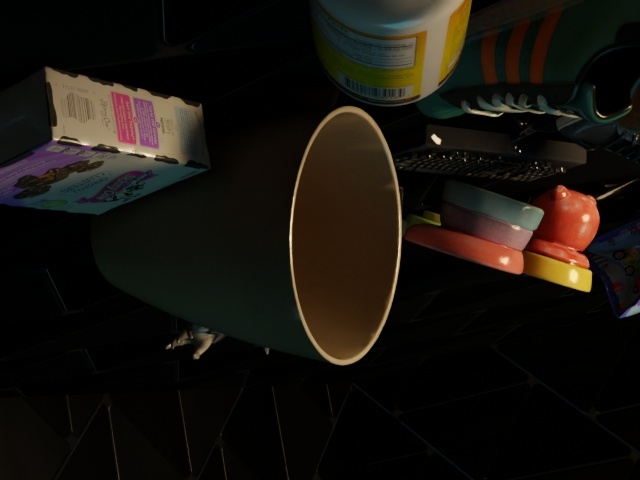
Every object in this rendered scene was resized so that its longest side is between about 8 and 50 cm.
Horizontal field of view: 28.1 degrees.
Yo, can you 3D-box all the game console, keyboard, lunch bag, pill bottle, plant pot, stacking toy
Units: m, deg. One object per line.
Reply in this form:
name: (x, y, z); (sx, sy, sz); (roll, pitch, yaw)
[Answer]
game console: (0.358, -0.021, 2.013); (0.213, 0.044, 0.361); (-7, 165, -15)
keyboard: (0.220, -0.108, 1.547); (0.317, 0.033, 0.201); (1, 163, -44)
lunch bag: (0.574, -0.024, 1.923); (0.221, 0.138, 0.293); (-12, 156, -43)
pill bottle: (0.048, -0.179, 0.891); (0.117, 0.117, 0.215); (-10, 167, 0)
plant pot: (-0.091, -0.009, 1.324); (0.274, 0.257, 0.256); (2, 174, 26)
stacking toy: (0.215, -0.041, 1.728); (0.279, 0.130, 0.309); (20, -176, 37)

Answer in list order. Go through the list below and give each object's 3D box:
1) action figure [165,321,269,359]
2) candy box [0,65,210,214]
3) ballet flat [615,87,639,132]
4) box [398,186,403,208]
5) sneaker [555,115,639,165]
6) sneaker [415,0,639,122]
action figure: (-0.140, 0.056, 1.514); (0.141, 0.164, 0.275); (-24, -159, -26)
candy box: (-0.228, -0.085, 1.183); (0.165, 0.070, 0.196); (-20, 164, 35)
ballet flat: (0.424, -0.199, 1.172); (0.342, 0.116, 0.124); (-14, 147, 14)
box: (0.000, 0.000, 1.581); (0.153, 0.108, 0.207); (9, 163, -10)
sneaker: (0.385, -0.087, 1.473); (0.226, 0.163, 0.086); (-4, 167, -22)
sneaker: (0.200, -0.151, 1.129); (0.108, 0.121, 0.302); (2, 162, -43)
